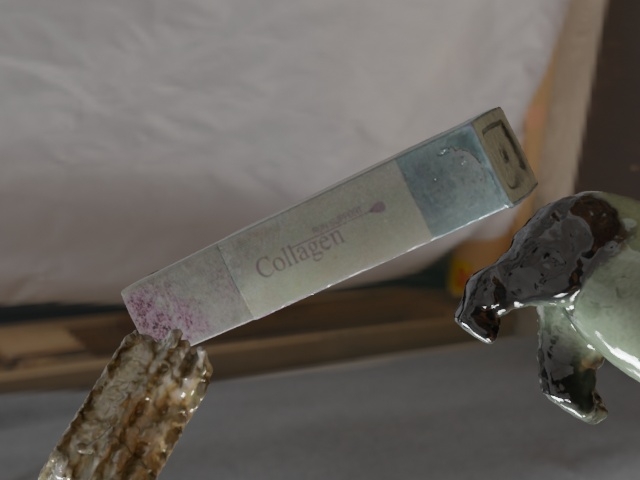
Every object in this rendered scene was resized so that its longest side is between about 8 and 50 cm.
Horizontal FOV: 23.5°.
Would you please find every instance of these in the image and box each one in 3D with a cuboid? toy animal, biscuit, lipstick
[{"bbox_3d":[0.193,0.061,0.818,0.225,0.094,0.121,37,90,29],"label":"toy animal"},{"bbox_3d":[-0.138,0.144,0.954,0.062,0.108,0.239,31,146,-4],"label":"biscuit"},{"bbox_3d":[0.000,0.000,1.115,0.317,0.068,0.066,-25,94,29],"label":"lipstick"}]
